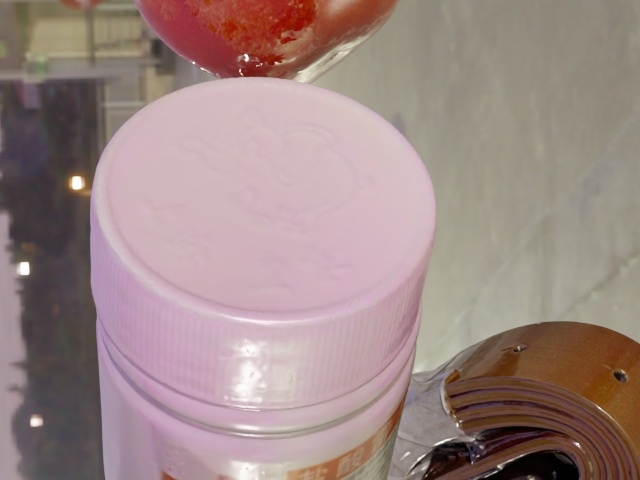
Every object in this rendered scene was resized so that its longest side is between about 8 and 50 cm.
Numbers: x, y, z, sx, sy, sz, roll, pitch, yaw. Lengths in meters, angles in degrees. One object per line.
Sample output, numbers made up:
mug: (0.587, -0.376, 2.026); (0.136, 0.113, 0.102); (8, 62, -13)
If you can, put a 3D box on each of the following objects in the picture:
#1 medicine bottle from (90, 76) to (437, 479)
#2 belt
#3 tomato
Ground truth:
medicine bottle: (-0.042, 0.076, 0.856); (0.316, 0.202, 0.202); (97, 167, -48)
belt: (0.177, 0.203, 1.277); (0.339, 0.122, 0.217); (-27, 99, 44)
tomato: (-0.065, -0.333, 1.652); (0.290, 0.293, 0.325); (55, -165, 5)
